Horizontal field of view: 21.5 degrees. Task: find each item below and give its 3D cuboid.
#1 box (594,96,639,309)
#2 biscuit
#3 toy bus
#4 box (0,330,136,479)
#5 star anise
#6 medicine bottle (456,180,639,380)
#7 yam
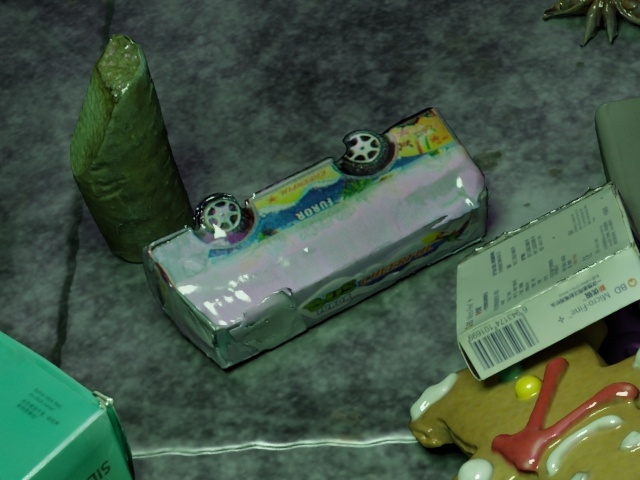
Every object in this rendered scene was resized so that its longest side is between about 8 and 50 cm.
[{"bbox_3d":[0.323,-0.038,1.562,0.103,0.055,0.243,-9,45,5],"label":"box"},{"bbox_3d":[0.184,0.135,1.308,0.216,0.047,0.339,-33,17,1],"label":"biscuit"},{"bbox_3d":[0.000,0.000,1.573,0.317,0.112,0.138,-28,57,-13],"label":"toy bus"},{"bbox_3d":[-0.333,0.227,1.417,0.205,0.118,0.311,28,58,33],"label":"box"},{"bbox_3d":[0.311,-0.251,1.774,0.129,0.056,0.124,35,87,32],"label":"star anise"},{"bbox_3d":[0.192,0.030,1.434,0.171,0.052,0.201,-29,12,11],"label":"medicine bottle"},{"bbox_3d":[-0.185,-0.080,1.591,0.106,0.259,0.106,-5,54,7],"label":"yam"}]
